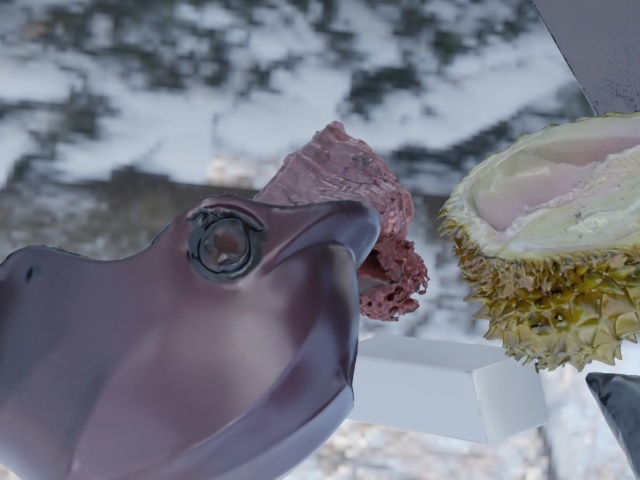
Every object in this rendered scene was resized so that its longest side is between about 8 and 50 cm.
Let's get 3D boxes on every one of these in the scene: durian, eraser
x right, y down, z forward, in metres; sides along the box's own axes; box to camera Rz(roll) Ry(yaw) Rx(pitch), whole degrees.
[{"bbox_3d":[0.191,0.001,1.403,0.183,0.249,0.138,-1,-58,52],"label":"durian"},{"bbox_3d":[0.112,0.148,1.988,0.298,0.078,0.076,2,-74,62],"label":"eraser"}]

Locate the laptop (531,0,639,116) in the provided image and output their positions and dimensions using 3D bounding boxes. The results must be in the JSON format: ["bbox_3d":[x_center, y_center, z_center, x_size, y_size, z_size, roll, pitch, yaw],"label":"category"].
[{"bbox_3d":[0.259,-0.159,1.593,0.154,0.207,0.026,3,-133,46],"label":"laptop"}]

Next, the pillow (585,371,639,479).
[{"bbox_3d":[0.419,0.220,2.111,0.186,0.250,0.106,-110,-144,-51],"label":"pillow"}]

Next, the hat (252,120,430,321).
[{"bbox_3d":[0.000,0.000,1.914,0.237,0.107,0.286,-48,-141,-7],"label":"hat"}]

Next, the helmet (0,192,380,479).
[{"bbox_3d":[-0.096,0.104,1.465,0.271,0.338,0.197,104,-27,-64],"label":"helmet"}]
